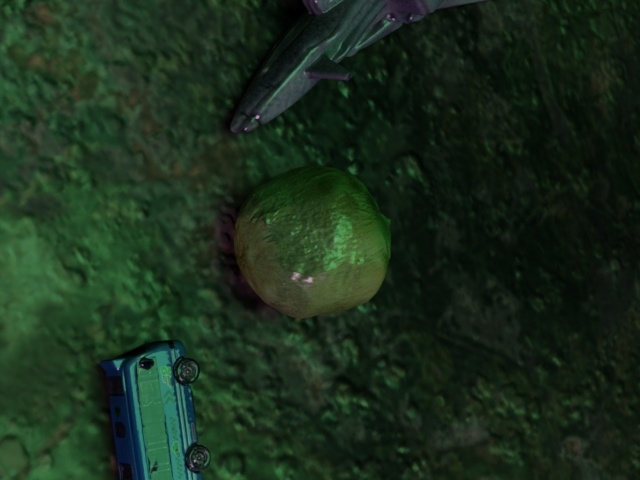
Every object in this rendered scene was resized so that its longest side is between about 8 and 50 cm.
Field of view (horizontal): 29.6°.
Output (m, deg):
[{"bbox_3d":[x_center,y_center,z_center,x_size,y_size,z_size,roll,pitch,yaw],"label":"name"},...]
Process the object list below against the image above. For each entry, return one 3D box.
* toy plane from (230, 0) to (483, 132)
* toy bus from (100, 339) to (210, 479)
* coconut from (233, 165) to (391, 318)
[{"bbox_3d":[0.041,-0.160,0.733,0.267,0.088,0.212,-55,136,-23],"label":"toy plane"},{"bbox_3d":[-0.089,0.097,0.650,0.046,0.038,0.083,-7,87,-30],"label":"toy bus"},{"bbox_3d":[0.000,0.000,0.694,0.096,0.088,0.088,-20,95,-27],"label":"coconut"}]
